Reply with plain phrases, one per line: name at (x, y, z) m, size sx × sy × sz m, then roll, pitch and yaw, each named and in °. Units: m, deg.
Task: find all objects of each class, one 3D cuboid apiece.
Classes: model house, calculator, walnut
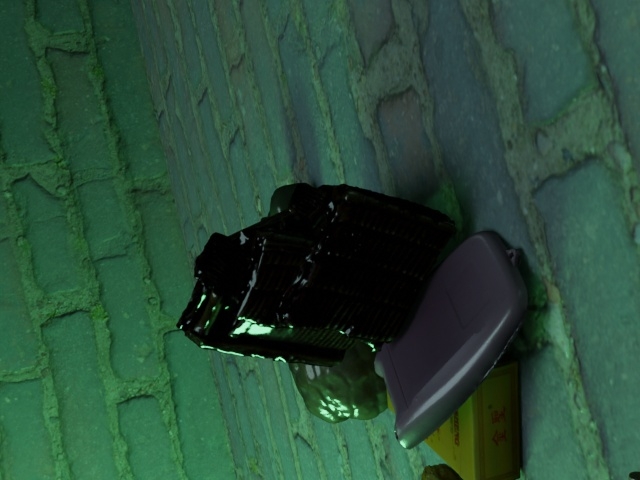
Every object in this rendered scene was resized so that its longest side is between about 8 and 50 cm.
model house at (0.000, 0.000, 1.249) m, size 0.282 × 0.317 × 0.297 m, roll 132°, pitch 147°, yaw -51°
calculator at (0.161, 0.119, 1.164) m, size 0.294 × 0.043 × 0.194 m, roll -56°, pitch 28°, yaw 27°
walnut at (0.040, 0.183, 1.480) m, size 0.224 × 0.224 × 0.224 m, roll 169°, pitch 90°, yaw -71°

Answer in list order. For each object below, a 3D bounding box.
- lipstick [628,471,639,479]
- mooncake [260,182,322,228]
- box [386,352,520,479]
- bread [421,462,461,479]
lipstick at (0.337, 0.291, 0.967) m, size 0.019 × 0.019 × 0.094 m, roll -144°, pitch 46°, yaw -63°
mooncake at (-0.059, -0.034, 1.794) m, size 0.168 × 0.104 × 0.175 m, roll -117°, pitch 28°, yaw -52°
box at (0.179, 0.209, 1.286) m, size 0.274 × 0.076 × 0.174 m, roll -147°, pitch 48°, yaw -64°
bread at (0.198, 0.398, 1.365) m, size 0.132 × 0.053 × 0.074 m, roll -131°, pitch 35°, yaw -52°
